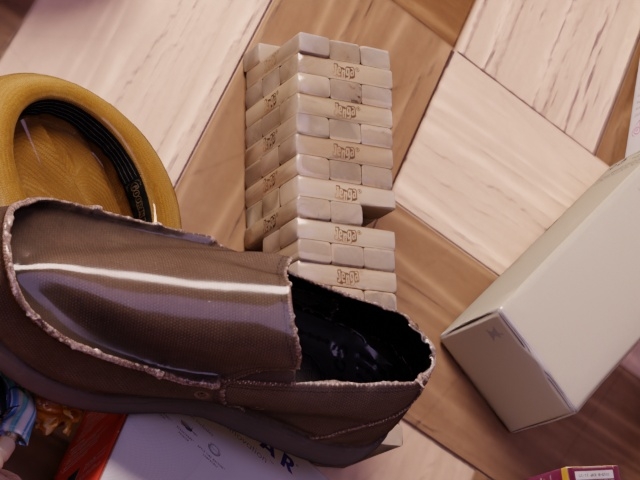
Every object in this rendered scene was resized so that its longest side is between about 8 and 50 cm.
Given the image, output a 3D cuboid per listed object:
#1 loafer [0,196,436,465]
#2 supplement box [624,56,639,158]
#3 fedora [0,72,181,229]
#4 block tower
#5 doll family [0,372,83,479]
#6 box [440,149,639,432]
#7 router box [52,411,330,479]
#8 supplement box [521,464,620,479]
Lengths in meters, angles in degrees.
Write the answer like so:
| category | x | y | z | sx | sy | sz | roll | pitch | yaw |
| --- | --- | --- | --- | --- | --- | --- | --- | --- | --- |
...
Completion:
| category | x | y | z | sx | sy | sz | roll | pitch | yaw |
| --- | --- | --- | --- | --- | --- | --- | --- | --- | --- |
| loafer | -0.071 | 0.043 | 1.233 | 0.366 | 0.130 | 0.134 | 18 | 50 | -36 |
| supplement box | 0.366 | -0.152 | 1.719 | 0.114 | 0.111 | 0.220 | 25 | 63 | -23 |
| fedora | -0.189 | -0.025 | 1.339 | 0.194 | 0.079 | 0.194 | 28 | 45 | -33 |
| block tower | 0.000 | 0.000 | 1.453 | 0.091 | 0.097 | 0.335 | 9 | 69 | -29 |
| doll family | -0.238 | 0.076 | 1.208 | 0.163 | 0.118 | 0.263 | 15 | 34 | -41 |
| box | 0.233 | 0.034 | 1.585 | 0.275 | 0.094 | 0.113 | -40 | 96 | -34 |
| router box | -0.043 | 0.261 | 1.256 | 0.335 | 0.082 | 0.301 | 43 | 24 | -13 |
| supplement box | 0.198 | 0.209 | 1.510 | 0.055 | 0.083 | 0.043 | 2 | 73 | -31 |
